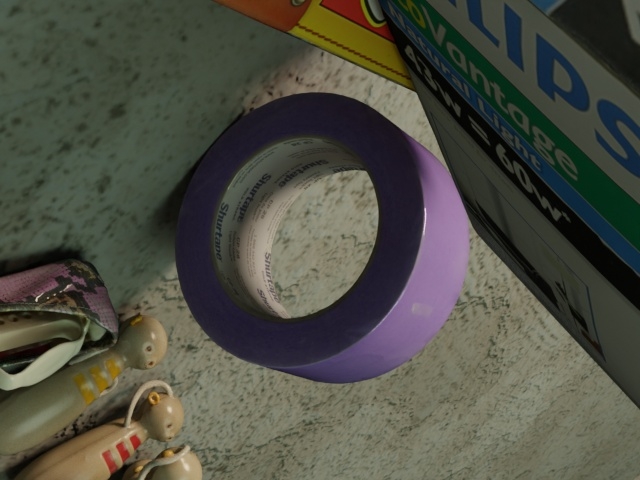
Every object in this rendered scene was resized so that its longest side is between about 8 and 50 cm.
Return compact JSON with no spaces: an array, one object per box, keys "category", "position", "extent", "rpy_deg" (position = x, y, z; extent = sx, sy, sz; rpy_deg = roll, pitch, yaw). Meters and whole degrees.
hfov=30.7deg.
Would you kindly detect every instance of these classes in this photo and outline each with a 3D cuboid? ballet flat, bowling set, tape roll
[{"category":"ballet flat","position":[-0.224,0.066,0.735],"extent":[0.222,0.079,0.076],"rpy_deg":[-13,141,-40]},{"category":"bowling set","position":[-0.140,0.216,0.925],"extent":[0.154,0.200,0.287],"rpy_deg":[-31,153,-20]},{"category":"tape roll","position":[0.000,0.000,0.796],"extent":[0.189,0.189,0.080],"rpy_deg":[-47,149,10]}]

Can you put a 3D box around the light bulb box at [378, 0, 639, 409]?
[{"category":"light bulb box","position":[0.232,-0.114,0.487],"extent":[0.358,0.225,0.361],"rpy_deg":[-40,152,-2]}]

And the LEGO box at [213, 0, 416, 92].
[{"category":"LEGO box","position":[0.151,-0.314,0.551],"extent":[0.500,0.193,0.372],"rpy_deg":[-52,149,18]}]
